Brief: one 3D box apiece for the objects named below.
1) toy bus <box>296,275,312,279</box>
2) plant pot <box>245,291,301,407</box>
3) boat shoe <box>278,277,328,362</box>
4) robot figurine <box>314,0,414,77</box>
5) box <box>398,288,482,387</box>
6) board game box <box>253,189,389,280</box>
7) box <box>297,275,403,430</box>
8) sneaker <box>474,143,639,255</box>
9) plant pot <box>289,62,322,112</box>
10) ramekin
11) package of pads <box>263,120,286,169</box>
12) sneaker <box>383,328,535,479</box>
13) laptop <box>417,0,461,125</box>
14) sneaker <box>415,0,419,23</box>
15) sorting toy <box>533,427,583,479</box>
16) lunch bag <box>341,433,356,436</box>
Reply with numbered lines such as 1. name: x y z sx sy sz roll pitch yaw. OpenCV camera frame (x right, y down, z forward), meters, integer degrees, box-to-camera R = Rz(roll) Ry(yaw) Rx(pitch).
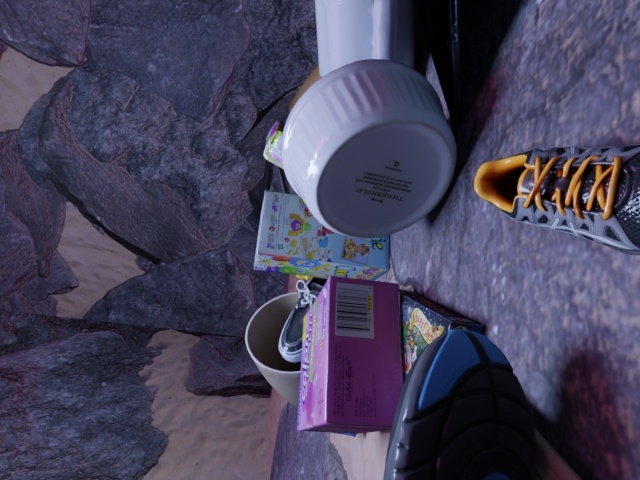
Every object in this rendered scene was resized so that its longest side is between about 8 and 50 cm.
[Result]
1. toy bus: -0.013 0.015 1.284 0.211 0.149 0.220 -172 73 -79
2. plant pot: -0.047 0.325 1.122 0.256 0.256 0.274 -94 -3 -53
3. boat shoe: -0.005 0.142 1.006 0.306 0.113 0.105 -49 -38 -23
4. robot figurine: 0.093 -0.408 0.868 0.300 0.199 0.354 -113 18 -72
5. box: 0.144 0.169 0.614 0.233 0.044 0.159 -160 78 -81
6. board game box: 0.000 0.000 0.932 0.142 0.275 0.144 122 154 -68
7. box: 0.041 0.205 0.710 0.243 0.117 0.214 114 161 -62
8. sneaker: 0.204 -0.038 0.334 0.215 0.083 0.084 -156 76 -79
9. plant pot: 0.067 -0.436 1.180 0.237 0.237 0.254 -91 25 -46
10. ramekin: 0.081 -0.122 0.647 0.127 0.272 0.273 -108 26 -45
11. package of pads: -0.034 -0.256 1.335 0.101 0.296 0.229 -57 17 18
12. sneaker: 0.094 0.247 0.375 0.139 0.125 0.341 166 112 -77
13. laptop: 0.260 -0.460 0.587 0.408 0.236 0.382 66 -160 -48
14. sneaker: 0.152 -0.509 0.969 0.222 0.118 0.083 110 165 -50
15. sorting toy: 0.165 0.312 0.400 0.229 0.041 0.307 -128 47 -71
16. lunch bag: 0.047 0.339 0.928 0.151 0.096 0.129 29 -112 -80
